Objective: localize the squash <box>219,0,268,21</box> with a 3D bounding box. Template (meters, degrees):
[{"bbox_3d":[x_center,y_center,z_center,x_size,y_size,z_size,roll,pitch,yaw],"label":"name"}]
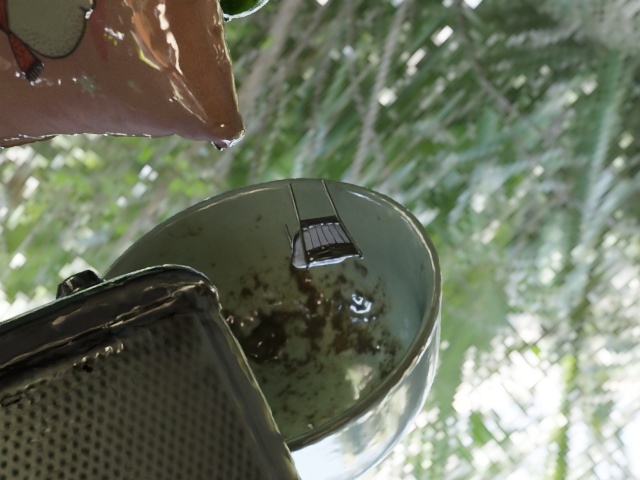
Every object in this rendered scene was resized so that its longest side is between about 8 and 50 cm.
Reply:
[{"bbox_3d":[-0.033,-0.326,1.197,0.101,0.379,0.101,7,-158,-3],"label":"squash"}]

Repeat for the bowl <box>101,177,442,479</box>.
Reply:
[{"bbox_3d":[-0.033,0.102,1.399,0.289,0.289,0.146,-81,-23,-45],"label":"bowl"}]

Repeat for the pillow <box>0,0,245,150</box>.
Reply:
[{"bbox_3d":[-0.134,-0.153,0.884,0.084,0.223,0.236,-21,-71,-56],"label":"pillow"}]

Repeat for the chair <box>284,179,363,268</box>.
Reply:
[{"bbox_3d":[0.000,0.002,1.145,0.037,0.042,0.086,-9,-144,-9],"label":"chair"}]

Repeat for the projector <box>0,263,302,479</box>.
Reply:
[{"bbox_3d":[-0.270,0.206,1.118,0.405,0.395,0.242,-24,-90,-36],"label":"projector"}]
